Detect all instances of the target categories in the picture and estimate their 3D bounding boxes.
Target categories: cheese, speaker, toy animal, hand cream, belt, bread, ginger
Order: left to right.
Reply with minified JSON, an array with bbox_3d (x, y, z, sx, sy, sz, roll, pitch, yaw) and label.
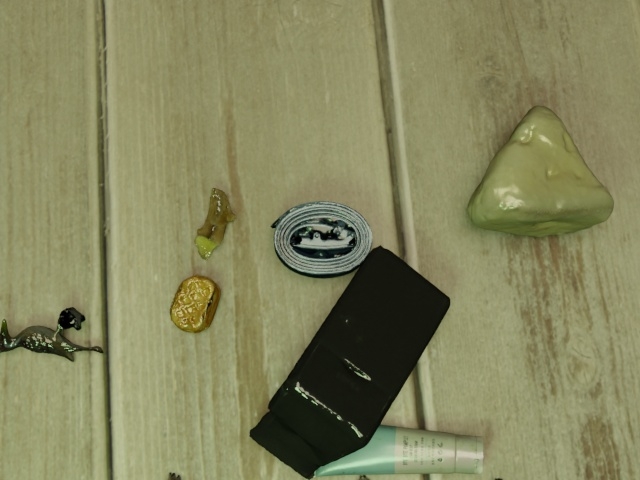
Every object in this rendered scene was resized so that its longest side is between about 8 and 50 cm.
[{"bbox_3d":[-0.508,0.180,1.494,0.202,0.070,0.105,-10,96,-8],"label":"toy animal"},{"bbox_3d":[-0.236,0.118,1.529,0.083,0.044,0.110,19,79,4],"label":"bread"},{"bbox_3d":[-0.203,-0.031,1.567,0.057,0.044,0.137,12,74,19],"label":"ginger"},{"bbox_3d":[0.000,0.000,1.546,0.190,0.082,0.141,0,80,-3],"label":"belt"},{"bbox_3d":[0.052,0.217,1.460,0.180,0.184,0.388,38,59,-2],"label":"speaker"},{"bbox_3d":[0.135,0.385,1.482,0.312,0.070,0.111,3,78,7],"label":"hand cream"},{"bbox_3d":[0.382,-0.116,1.540,0.248,0.173,0.251,-15,79,-15],"label":"cheese"}]
